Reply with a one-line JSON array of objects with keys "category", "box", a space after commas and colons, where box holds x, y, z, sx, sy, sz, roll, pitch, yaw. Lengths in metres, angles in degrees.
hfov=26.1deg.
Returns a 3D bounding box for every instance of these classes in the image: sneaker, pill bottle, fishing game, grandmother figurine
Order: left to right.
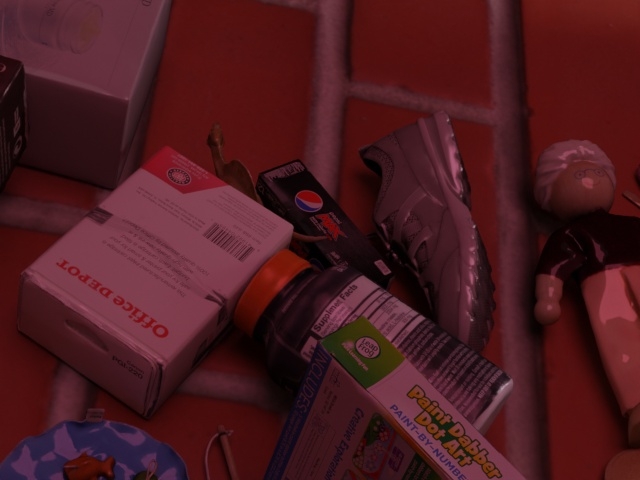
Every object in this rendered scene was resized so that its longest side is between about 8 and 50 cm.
[{"category": "fishing game", "box": [-0.183, 0.223, 1.147, 0.264, 0.041, 0.189, -5, 55, -21]}, {"category": "pill bottle", "box": [0.041, 0.109, 1.249, 0.246, 0.130, 0.130, 35, 50, 14]}, {"category": "sneaker", "box": [0.106, 0.002, 1.403, 0.115, 0.105, 0.281, -15, 53, 10]}, {"category": "grandmother figurine", "box": [0.311, 0.038, 1.413, 0.208, 0.104, 0.342, 0, 53, -28]}]

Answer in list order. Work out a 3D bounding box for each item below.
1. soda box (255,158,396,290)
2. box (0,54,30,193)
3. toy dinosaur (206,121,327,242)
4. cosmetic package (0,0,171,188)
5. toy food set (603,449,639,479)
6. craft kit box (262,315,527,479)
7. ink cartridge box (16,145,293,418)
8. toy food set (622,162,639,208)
[{"category": "soda box", "box": [0.000, 0.000, 1.375, 0.053, 0.060, 0.169, -23, 61, -30]}, {"category": "box", "box": [-0.414, -0.011, 1.179, 0.191, 0.143, 0.381, 18, 57, 2]}, {"category": "toy dinosaur", "box": [-0.074, -0.034, 1.360, 0.053, 0.092, 0.183, -24, 61, -31]}, {"category": "cosmetic package", "box": [-0.283, -0.199, 1.410, 0.225, 0.138, 0.224, 15, 48, -5]}, {"category": "toy food set", "box": [0.305, 0.233, 1.295, 0.083, 0.020, 0.083, -32, 65, -35]}, {"category": "craft kit box", "box": [0.066, 0.223, 1.079, 0.061, 0.250, 0.246, -26, 62, -34]}, {"category": "ink cartridge box", "box": [-0.152, 0.035, 1.280, 0.159, 0.092, 0.218, 33, 48, 12]}, {"category": "toy food set", "box": [0.402, -0.070, 1.580, 0.078, 0.019, 0.122, 40, 51, 18]}]
